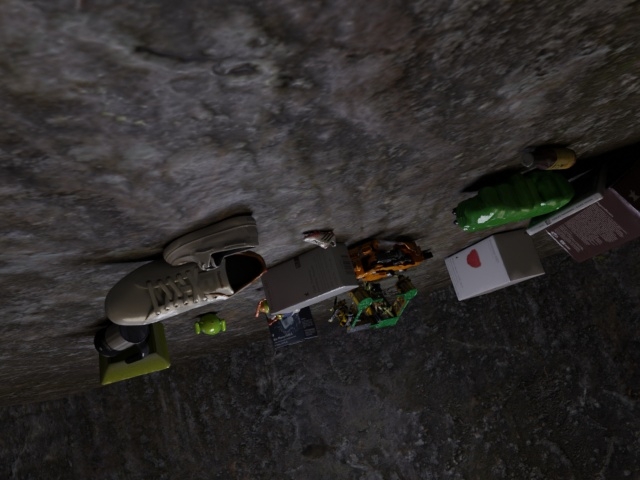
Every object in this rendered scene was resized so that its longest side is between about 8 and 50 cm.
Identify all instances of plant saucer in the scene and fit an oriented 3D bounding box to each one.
[{"bbox_3d":[-0.544,0.308,1.431,0.189,0.188,0.045,-12,128,-18],"label":"plant saucer"}]

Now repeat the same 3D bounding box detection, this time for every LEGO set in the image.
[{"bbox_3d":[0.182,0.207,1.900,0.332,0.192,0.254,-13,137,-27],"label":"LEGO set"}]

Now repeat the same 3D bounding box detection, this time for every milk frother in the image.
[{"bbox_3d":[-0.512,0.248,1.351,0.135,0.143,0.129,-27,118,34],"label":"milk frother"}]

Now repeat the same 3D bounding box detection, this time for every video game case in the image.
[{"bbox_3d":[0.571,-0.097,1.145,0.173,0.022,0.190,-37,-177,41],"label":"video game case"}]

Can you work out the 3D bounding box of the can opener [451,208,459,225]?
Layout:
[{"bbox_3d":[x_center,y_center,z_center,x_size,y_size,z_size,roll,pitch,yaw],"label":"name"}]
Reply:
[{"bbox_3d":[0.397,-0.056,1.229,0.186,0.059,0.073,-7,164,-34],"label":"can opener"}]

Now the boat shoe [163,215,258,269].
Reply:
[{"bbox_3d":[-0.184,0.016,0.836,0.184,0.063,0.066,-19,167,14],"label":"boat shoe"}]

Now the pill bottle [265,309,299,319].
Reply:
[{"bbox_3d":[-0.134,0.244,1.787,0.120,0.066,0.067,-3,161,-41],"label":"pill bottle"}]

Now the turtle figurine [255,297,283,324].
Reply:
[{"bbox_3d":[-0.100,0.170,1.496,0.218,0.087,0.269,-22,159,-9],"label":"turtle figurine"}]

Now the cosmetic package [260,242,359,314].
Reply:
[{"bbox_3d":[-0.032,0.097,1.224,0.231,0.117,0.086,-25,163,29],"label":"cosmetic package"}]

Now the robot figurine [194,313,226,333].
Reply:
[{"bbox_3d":[-0.369,0.281,1.663,0.101,0.066,0.115,-3,165,-3],"label":"robot figurine"}]

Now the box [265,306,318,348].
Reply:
[{"bbox_3d":[-0.115,0.321,1.921,0.156,0.158,0.093,-25,165,29],"label":"box"}]

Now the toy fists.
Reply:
[{"bbox_3d":[0.425,-0.091,1.058,0.280,0.096,0.142,-10,174,-32],"label":"toy fists"}]

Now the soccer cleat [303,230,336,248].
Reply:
[{"bbox_3d":[0.000,0.000,1.041,0.083,0.035,0.029,-4,162,-42],"label":"soccer cleat"}]

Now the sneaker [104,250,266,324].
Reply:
[{"bbox_3d":[-0.233,0.071,0.888,0.290,0.105,0.123,-21,-174,-29],"label":"sneaker"}]

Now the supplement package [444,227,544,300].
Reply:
[{"bbox_3d":[0.636,0.093,1.842,0.176,0.177,0.293,-9,164,-25],"label":"supplement package"}]

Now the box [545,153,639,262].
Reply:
[{"bbox_3d":[0.735,-0.085,1.222,0.191,0.143,0.381,-40,166,-5],"label":"box"}]

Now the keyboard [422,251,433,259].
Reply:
[{"bbox_3d":[0.221,0.077,1.618,0.318,0.033,0.201,-12,172,-19],"label":"keyboard"}]

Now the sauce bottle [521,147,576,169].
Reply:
[{"bbox_3d":[0.421,-0.151,0.918,0.128,0.042,0.042,-7,164,-30],"label":"sauce bottle"}]

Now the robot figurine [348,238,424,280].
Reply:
[{"bbox_3d":[0.154,0.055,1.338,0.211,0.084,0.291,-25,164,31],"label":"robot figurine"}]
